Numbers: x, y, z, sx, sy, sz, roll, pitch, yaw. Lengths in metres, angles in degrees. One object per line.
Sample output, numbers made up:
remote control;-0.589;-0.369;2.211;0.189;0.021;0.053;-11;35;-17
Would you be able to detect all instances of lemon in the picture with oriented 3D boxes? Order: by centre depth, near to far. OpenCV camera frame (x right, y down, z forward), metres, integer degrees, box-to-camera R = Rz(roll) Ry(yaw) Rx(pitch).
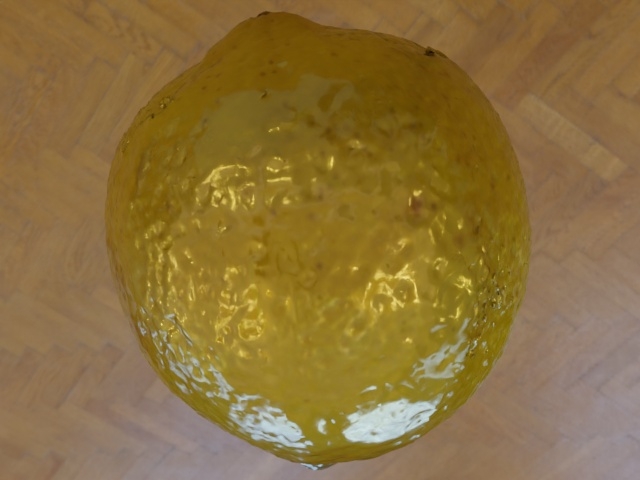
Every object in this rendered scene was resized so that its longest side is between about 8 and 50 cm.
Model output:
lemon;0.000;-0.001;0.554;0.293;0.293;0.293;4;123;7
